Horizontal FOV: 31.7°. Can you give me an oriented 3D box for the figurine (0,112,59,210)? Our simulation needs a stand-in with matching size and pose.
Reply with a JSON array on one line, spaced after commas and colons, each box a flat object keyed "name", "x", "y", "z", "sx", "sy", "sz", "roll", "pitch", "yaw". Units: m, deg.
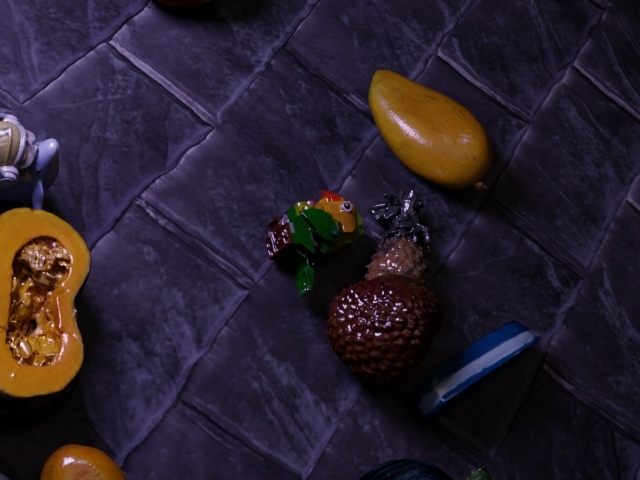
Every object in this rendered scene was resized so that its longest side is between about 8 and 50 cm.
[{"name": "figurine", "x": -0.488, "y": -0.114, "z": 1.716, "sx": 0.209, "sy": 0.184, "sz": 0.128, "roll": -16, "pitch": 60, "yaw": 13}]

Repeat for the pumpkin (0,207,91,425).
[{"name": "pumpkin", "x": -0.452, "y": 0.107, "z": 1.613, "sx": 0.222, "sy": 0.139, "sz": 0.317, "roll": 13, "pitch": 57, "yaw": -22}]

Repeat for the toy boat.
[{"name": "toy boat", "x": 0.277, "y": 0.212, "z": 1.943, "sx": 0.299, "sy": 0.096, "sz": 0.062, "roll": -26, "pitch": 66, "yaw": -38}]

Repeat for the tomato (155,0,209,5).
[{"name": "tomato", "x": -0.250, "y": -0.535, "z": 2.073, "sx": 0.232, "sy": 0.188, "sz": 0.232, "roll": 12, "pitch": 51, "yaw": -16}]

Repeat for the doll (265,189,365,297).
[{"name": "doll", "x": -0.005, "y": -0.007, "z": 1.924, "sx": 0.186, "sy": 0.106, "sz": 0.134, "roll": -37, "pitch": 87, "yaw": -38}]

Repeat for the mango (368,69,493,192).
[{"name": "mango", "x": 0.209, "y": -0.209, "z": 2.148, "sx": 0.317, "sy": 0.119, "sz": 0.176, "roll": 44, "pitch": 59, "yaw": 9}]

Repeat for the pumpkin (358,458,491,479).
[{"name": "pumpkin", "x": 0.167, "y": 0.414, "z": 1.653, "sx": 0.248, "sy": 0.248, "sz": 0.248, "roll": 12, "pitch": 57, "yaw": -19}]

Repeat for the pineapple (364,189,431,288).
[{"name": "pineapple", "x": 0.140, "y": 0.004, "z": 1.997, "sx": 0.119, "sy": 0.111, "sz": 0.237, "roll": 49, "pitch": 34, "yaw": -33}]

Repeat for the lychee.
[{"name": "lychee", "x": 0.100, "y": 0.144, "z": 1.849, "sx": 0.188, "sy": 0.188, "sz": 0.188, "roll": 12, "pitch": 57, "yaw": -19}]

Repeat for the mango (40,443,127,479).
[{"name": "mango", "x": -0.315, "y": 0.355, "z": 1.562, "sx": 0.165, "sy": 0.089, "sz": 0.115, "roll": 41, "pitch": 53, "yaw": -2}]
